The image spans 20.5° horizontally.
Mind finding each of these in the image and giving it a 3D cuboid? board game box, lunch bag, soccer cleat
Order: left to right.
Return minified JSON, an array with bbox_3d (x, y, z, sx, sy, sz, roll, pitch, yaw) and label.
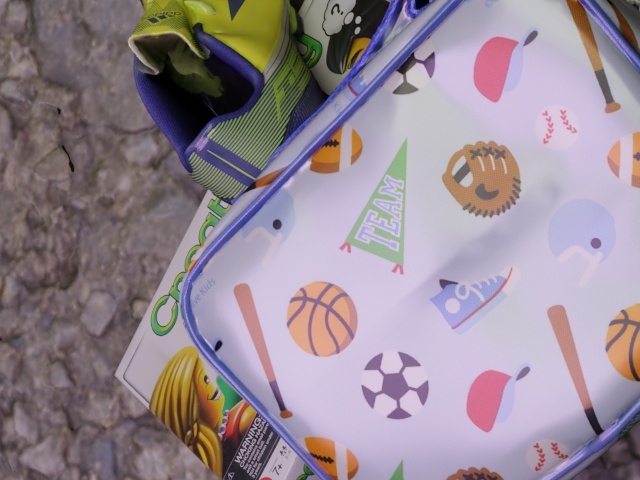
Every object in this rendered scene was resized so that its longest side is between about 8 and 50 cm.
[{"bbox_3d":[-0.073,-0.128,1.090,0.093,0.121,0.289,-50,41,22],"label":"soccer cleat"},{"bbox_3d":[0.000,0.000,1.091,0.193,0.053,0.305,35,100,48],"label":"board game box"},{"bbox_3d":[0.086,0.000,0.922,0.303,0.115,0.243,-44,84,19],"label":"lunch bag"}]
